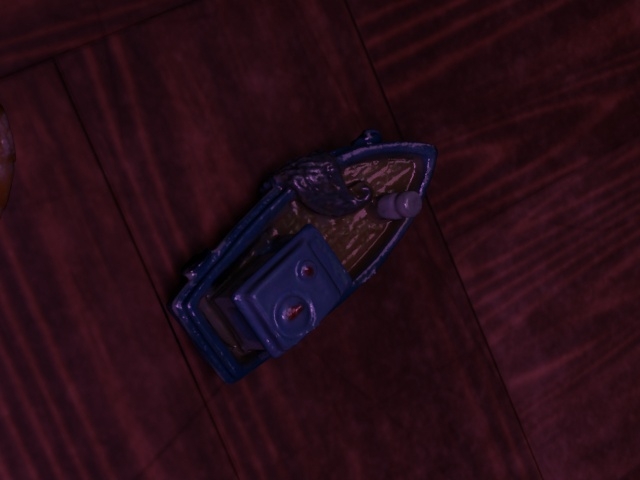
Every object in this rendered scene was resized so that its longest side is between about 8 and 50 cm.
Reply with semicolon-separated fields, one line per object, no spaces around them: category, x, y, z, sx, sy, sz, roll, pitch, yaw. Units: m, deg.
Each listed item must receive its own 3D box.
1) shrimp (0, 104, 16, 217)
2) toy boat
shrimp;-0.284;-0.030;1.006;0.217;0.051;0.150;-20;102;-37
toy boat;0.000;0.000;1.153;0.238;0.098;0.109;-44;110;-29
